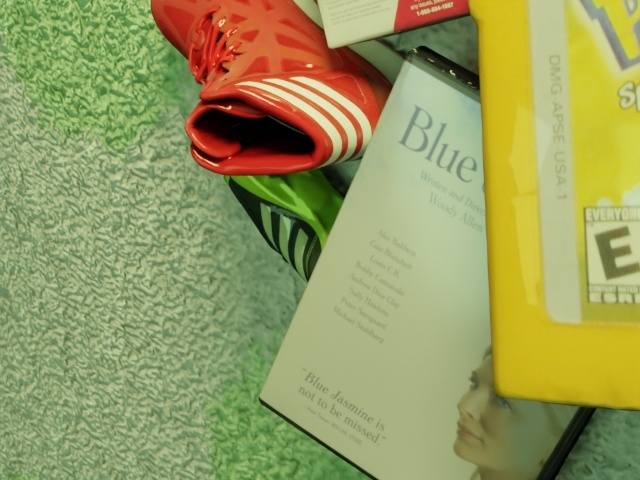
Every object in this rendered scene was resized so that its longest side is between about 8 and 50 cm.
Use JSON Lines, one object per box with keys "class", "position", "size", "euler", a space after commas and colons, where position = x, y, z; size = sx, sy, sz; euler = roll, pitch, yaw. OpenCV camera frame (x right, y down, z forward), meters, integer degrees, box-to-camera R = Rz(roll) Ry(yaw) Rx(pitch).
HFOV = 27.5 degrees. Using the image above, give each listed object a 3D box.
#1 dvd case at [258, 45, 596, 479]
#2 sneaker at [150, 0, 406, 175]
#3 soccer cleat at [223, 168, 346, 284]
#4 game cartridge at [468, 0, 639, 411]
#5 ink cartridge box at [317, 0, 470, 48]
{"class": "dvd case", "position": [0.080, 0.042, 0.737], "size": [0.180, 0.022, 0.253], "euler": [32, 119, 16]}
{"class": "sneaker", "position": [-0.054, -0.110, 0.785], "size": [0.221, 0.128, 0.087], "euler": [28, 123, 34]}
{"class": "soccer cleat", "position": [0.000, 0.000, 0.834], "size": [0.179, 0.060, 0.072], "euler": [52, 157, 14]}
{"class": "game cartridge", "position": [0.192, -0.081, 0.566], "size": [0.285, 0.053, 0.323], "euler": [0, 98, 40]}
{"class": "ink cartridge box", "position": [0.043, -0.190, 0.706], "size": [0.109, 0.063, 0.150], "euler": [-6, 100, 46]}
